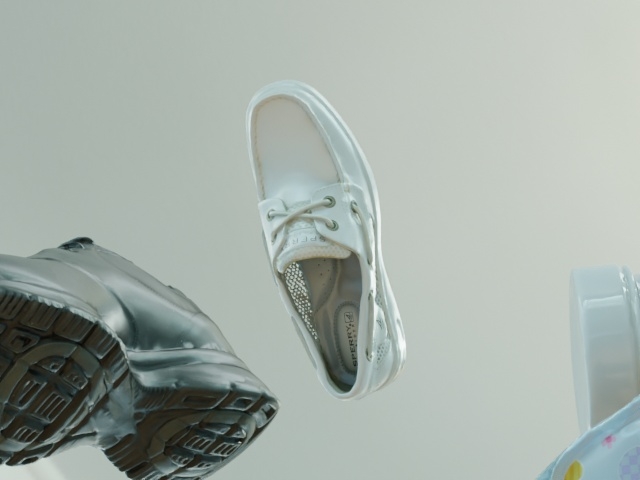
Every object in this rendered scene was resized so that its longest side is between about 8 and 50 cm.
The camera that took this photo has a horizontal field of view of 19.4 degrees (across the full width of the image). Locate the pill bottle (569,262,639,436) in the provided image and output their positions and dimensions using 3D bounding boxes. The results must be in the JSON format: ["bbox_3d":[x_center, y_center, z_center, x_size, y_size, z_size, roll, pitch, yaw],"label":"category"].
[{"bbox_3d":[0.356,0.077,1.374,0.333,0.188,0.188,-4,-58,3],"label":"pill bottle"}]

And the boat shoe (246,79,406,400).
[{"bbox_3d":[0.000,0.000,1.557,0.098,0.096,0.277,-19,-88,19],"label":"boat shoe"}]

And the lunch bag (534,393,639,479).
[{"bbox_3d":[0.083,0.072,0.419,0.053,0.071,0.083,-20,-19,-27],"label":"lunch bag"}]

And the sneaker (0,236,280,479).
[{"bbox_3d":[-0.143,0.053,1.023,0.109,0.130,0.286,-41,-32,12],"label":"sneaker"}]
